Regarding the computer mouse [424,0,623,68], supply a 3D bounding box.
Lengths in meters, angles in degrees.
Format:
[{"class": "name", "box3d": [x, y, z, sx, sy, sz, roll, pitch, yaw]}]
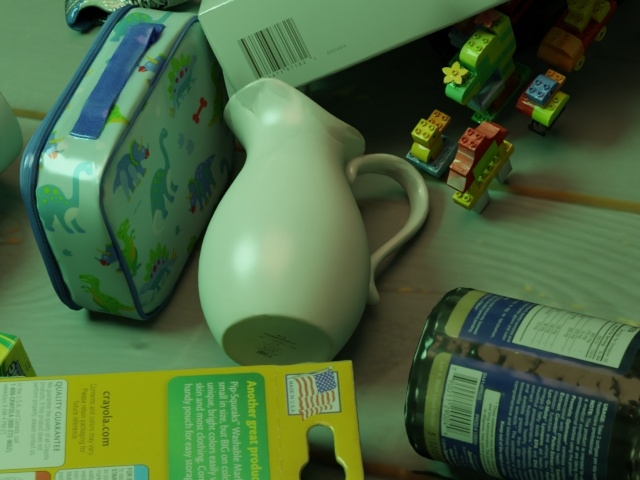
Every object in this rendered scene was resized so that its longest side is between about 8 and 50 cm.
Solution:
[{"class": "computer mouse", "box3d": [0.198, -0.231, 1.653, 0.272, 0.072, 0.188, -35, 51, -4]}]

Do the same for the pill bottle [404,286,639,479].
[{"class": "pill bottle", "box3d": [0.177, 0.111, 1.293, 0.219, 0.123, 0.123, 13, 52, 23]}]

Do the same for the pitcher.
[{"class": "pitcher", "box3d": [0.000, 0.000, 1.447, 0.178, 0.125, 0.207, 18, 52, -17]}]

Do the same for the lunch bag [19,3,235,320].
[{"class": "lunch bag", "box3d": [-0.145, -0.065, 1.492, 0.090, 0.176, 0.219, 9, 51, 19]}]

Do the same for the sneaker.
[{"class": "sneaker", "box3d": [-0.167, -0.211, 1.729, 0.135, 0.052, 0.058, -7, 56, 16]}]

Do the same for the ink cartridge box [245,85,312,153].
[{"class": "ink cartridge box", "box3d": [-0.034, -0.110, 1.611, 0.048, 0.028, 0.083, 0, 48, 12]}]

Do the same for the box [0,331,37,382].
[{"class": "box", "box3d": [-0.270, 0.100, 1.414, 0.179, 0.105, 0.043, 15, 54, 24]}]

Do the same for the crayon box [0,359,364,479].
[{"class": "crayon box", "box3d": [-0.131, 0.189, 1.294, 0.323, 0.083, 0.203, -3, 46, -2]}]

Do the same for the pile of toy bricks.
[{"class": "pile of toy bricks", "box3d": [0.134, -0.140, 1.509, 0.118, 0.105, 0.212, 30, 74, 26]}]

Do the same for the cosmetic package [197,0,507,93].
[{"class": "cosmetic package", "box3d": [0.097, -0.265, 1.563, 0.377, 0.097, 0.284, -22, 22, 12]}]

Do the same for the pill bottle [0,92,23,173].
[{"class": "pill bottle", "box3d": [-0.378, -0.019, 1.507, 0.169, 0.169, 0.301, 26, 58, 31]}]
